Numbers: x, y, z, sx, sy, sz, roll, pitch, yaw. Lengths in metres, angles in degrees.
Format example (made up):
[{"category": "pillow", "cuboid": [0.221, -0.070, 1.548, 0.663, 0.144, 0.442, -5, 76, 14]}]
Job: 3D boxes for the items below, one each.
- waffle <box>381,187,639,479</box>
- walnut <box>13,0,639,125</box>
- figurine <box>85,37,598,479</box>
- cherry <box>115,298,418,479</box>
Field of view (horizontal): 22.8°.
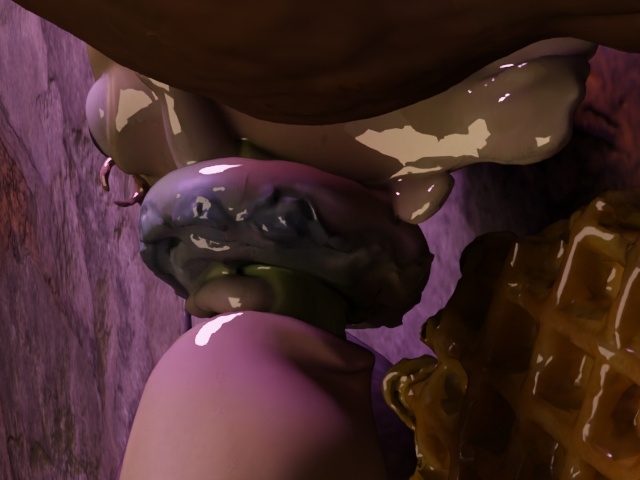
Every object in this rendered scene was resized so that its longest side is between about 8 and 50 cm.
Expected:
[{"category": "waffle", "cuboid": [0.113, 0.113, 0.688, 0.291, 0.051, 0.291, -15, 73, 61]}, {"category": "walnut", "cuboid": [-0.002, -0.224, 0.552, 0.383, 0.383, 0.384, 172, 90, -67]}, {"category": "figurine", "cuboid": [0.000, 0.000, 0.697, 0.274, 0.226, 0.394, -16, 55, 43]}, {"category": "cherry", "cuboid": [-0.018, 0.149, 0.895, 0.266, 0.183, 0.213, 37, 136, 36]}]
